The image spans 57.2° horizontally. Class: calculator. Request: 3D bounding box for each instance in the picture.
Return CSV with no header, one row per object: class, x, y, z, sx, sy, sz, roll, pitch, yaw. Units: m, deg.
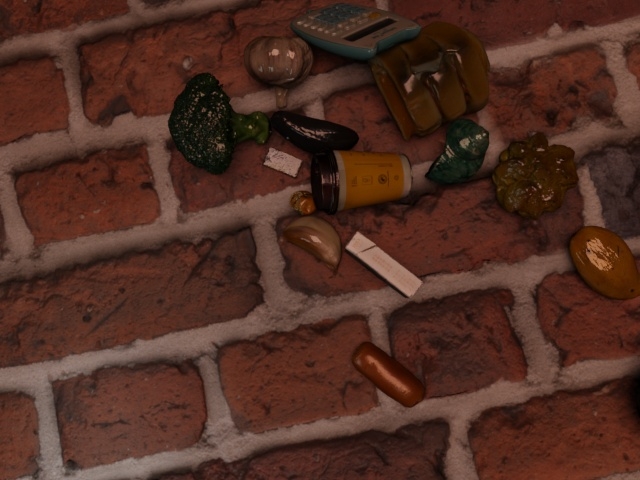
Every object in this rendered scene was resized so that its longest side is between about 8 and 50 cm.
calculator,0.084,-0.614,1.695,0.256,0.054,0.386,-33,49,-26

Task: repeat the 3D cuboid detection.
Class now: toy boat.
toy boat,-0.116,-0.239,1.797,0.115,0.016,0.063,23,86,3

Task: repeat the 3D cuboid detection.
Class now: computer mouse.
computer mouse,-0.023,-0.304,1.733,0.270,0.137,0.086,14,81,-2

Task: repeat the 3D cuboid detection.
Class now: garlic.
garlic,-0.002,0.002,1.726,0.207,0.115,0.128,42,82,2
garlic,-0.122,-0.500,1.747,0.219,0.218,0.212,0,114,3

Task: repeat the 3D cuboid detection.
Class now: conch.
conch,0.410,-0.258,1.694,0.134,0.202,0.196,28,54,12

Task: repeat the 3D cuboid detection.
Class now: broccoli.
broccoli,-0.303,-0.340,1.714,0.297,0.297,0.297,-11,84,-37

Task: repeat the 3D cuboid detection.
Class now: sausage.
sausage,0.197,0.392,1.697,0.238,0.098,0.098,38,88,6

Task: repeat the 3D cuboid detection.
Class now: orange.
orange,-0.047,-0.118,1.755,0.086,0.086,0.062,24,124,4

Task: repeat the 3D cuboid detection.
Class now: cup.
cup,0.112,-0.177,1.692,0.280,0.196,0.196,-6,85,-14

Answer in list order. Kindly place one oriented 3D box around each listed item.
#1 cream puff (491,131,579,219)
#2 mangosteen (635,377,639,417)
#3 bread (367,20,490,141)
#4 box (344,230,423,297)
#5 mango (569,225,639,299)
cream puff,0.616,-0.188,1.690,0.244,0.196,0.244,6,59,-10
mangosteen,1.013,0.438,1.565,0.330,0.330,0.330,0,86,3
bread,0.336,-0.480,1.703,0.341,0.210,0.300,-21,87,0
box,0.177,0.073,1.693,0.233,0.149,0.067,38,85,5
mango,0.827,0.069,1.684,0.157,0.109,0.262,-44,87,-5
